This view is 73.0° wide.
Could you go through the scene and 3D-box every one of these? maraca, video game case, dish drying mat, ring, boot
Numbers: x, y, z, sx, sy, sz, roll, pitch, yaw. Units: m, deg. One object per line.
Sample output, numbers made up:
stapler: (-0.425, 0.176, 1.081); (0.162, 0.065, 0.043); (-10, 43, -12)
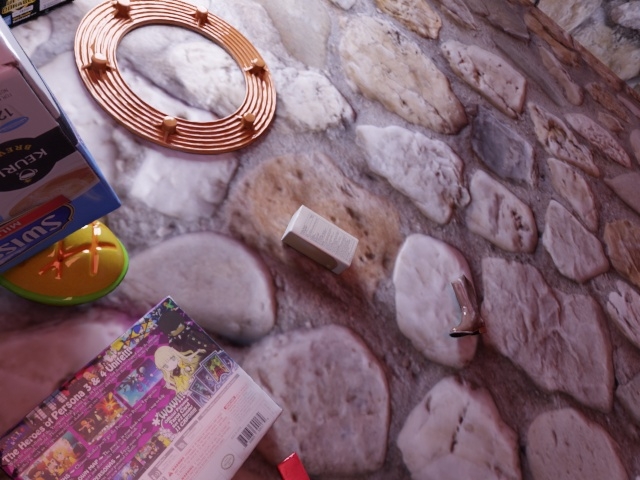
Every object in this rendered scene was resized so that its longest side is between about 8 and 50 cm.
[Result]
maraca: (-0.314, 0.009, 0.489); (0.186, 0.099, 0.127); (25, 36, -7)
video game case: (-0.189, 0.214, 0.490); (0.210, 0.042, 0.232); (45, 52, -2)
dish drying mat: (-0.024, 0.319, 0.554); (0.032, 0.008, 0.083); (-22, 78, -35)
ring: (-0.228, -0.297, 0.738); (0.337, 0.032, 0.336); (13, 60, -23)
boot: (0.260, 0.120, 0.803); (0.106, 0.037, 0.114); (7, 65, -42)

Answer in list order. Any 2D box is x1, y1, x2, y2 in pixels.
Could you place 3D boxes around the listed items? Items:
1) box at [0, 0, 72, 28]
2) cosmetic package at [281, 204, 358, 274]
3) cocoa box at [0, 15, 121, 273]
box: (-0.558, -0.417, 0.580); (0.322, 0.079, 0.257); (40, 54, -7)
cosmetic package: (0.000, 0.000, 0.711); (0.115, 0.041, 0.060); (33, 54, -12)
cocoa box: (-0.382, -0.143, 0.359); (0.231, 0.228, 0.347); (-34, 79, -18)
